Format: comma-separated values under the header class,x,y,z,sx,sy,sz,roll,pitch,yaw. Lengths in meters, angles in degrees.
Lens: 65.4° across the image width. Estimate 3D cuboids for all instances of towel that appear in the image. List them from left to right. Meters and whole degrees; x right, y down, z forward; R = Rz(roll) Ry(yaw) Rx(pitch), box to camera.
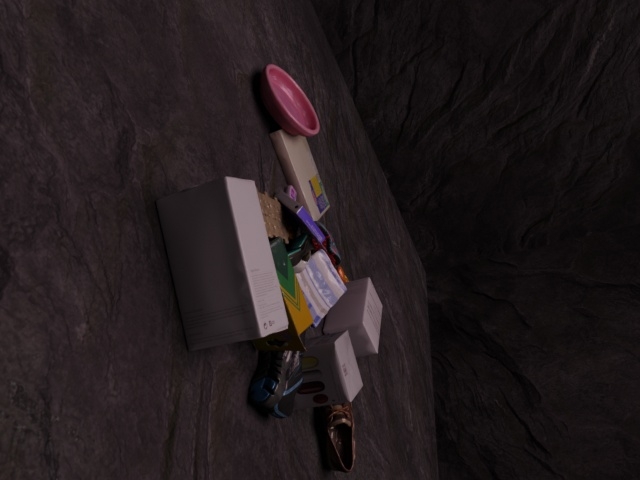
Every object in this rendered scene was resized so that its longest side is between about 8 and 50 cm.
class,x,y,z,sx,sy,sz,roll,pitch,yaw
towel,-0.011,0.173,1.865,0.209,0.034,0.285,60,37,-9

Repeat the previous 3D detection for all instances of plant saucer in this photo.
class,x,y,z,sx,sy,sz,roll,pitch,yaw
plant saucer,-0.135,-0.555,2.031,0.332,0.084,0.332,44,27,-30

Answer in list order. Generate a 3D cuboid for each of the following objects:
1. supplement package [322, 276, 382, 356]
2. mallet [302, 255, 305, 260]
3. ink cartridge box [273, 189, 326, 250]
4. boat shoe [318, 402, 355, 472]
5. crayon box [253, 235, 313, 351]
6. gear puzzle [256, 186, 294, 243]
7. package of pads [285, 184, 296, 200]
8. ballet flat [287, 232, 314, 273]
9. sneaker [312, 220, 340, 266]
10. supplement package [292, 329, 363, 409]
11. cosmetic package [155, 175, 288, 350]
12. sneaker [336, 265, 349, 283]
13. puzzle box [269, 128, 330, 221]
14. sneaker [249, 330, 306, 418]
class,x,y,z,sx,sy,sz,roll,pitch,yaw
supplement package,0.140,0.323,2.074,0.293,0.177,0.175,-72,142,-55
mallet,-0.088,0.079,1.866,0.062,0.039,0.189,65,26,-17
ink cartridge box,-0.062,-0.075,1.861,0.208,0.045,0.206,41,-7,43
boat shoe,0.065,0.610,1.703,0.123,0.123,0.342,133,-45,-68
crayon box,-0.149,0.156,1.397,0.081,0.202,0.318,-36,112,-48
gear puzzle,-0.171,-0.072,1.750,0.339,0.044,0.175,23,53,-68
package of pads,-0.118,-0.171,1.960,0.050,0.032,0.083,56,28,-44
ballet flat,-0.083,0.059,1.765,0.096,0.095,0.280,65,29,-11
sneaker,0.000,0.000,2.092,0.125,0.104,0.262,-103,171,-45
supplement package,0.001,0.417,1.609,0.149,0.203,0.194,-13,87,-69
cosmetic package,-0.240,0.056,1.226,0.156,0.217,0.385,0,78,-69
sneaker,0.114,0.198,2.257,0.064,0.067,0.175,-21,94,-68
puzzle box,-0.079,-0.286,2.119,0.272,0.052,0.409,-52,125,-66
sneaker,-0.109,0.361,1.492,0.139,0.125,0.341,58,36,-34
